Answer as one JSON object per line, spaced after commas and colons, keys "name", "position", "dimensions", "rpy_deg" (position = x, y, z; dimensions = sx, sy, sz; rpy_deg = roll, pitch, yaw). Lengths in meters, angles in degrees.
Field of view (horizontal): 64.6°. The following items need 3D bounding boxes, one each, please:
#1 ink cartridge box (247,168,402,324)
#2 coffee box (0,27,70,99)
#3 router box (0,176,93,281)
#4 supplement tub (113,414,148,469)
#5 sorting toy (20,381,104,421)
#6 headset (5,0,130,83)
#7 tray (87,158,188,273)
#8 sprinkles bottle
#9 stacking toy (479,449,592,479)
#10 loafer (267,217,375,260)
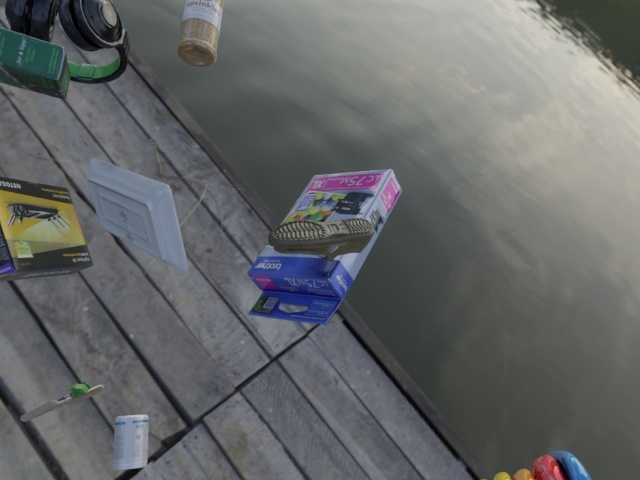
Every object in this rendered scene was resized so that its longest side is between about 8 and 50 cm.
{"name": "ink cartridge box", "position": [0.000, 0.000, 0.883], "dimensions": [0.065, 0.186, 0.311], "rpy_deg": [55, 52, -36]}
{"name": "coffee box", "position": [-0.375, -0.206, 0.546], "dimensions": [0.184, 0.113, 0.040], "rpy_deg": [12, 89, -24]}
{"name": "router box", "position": [-0.744, -0.028, 1.308], "dimensions": [0.309, 0.081, 0.242], "rpy_deg": [-2, 72, -82]}
{"name": "supplement tub", "position": [-0.409, 0.434, 1.094], "dimensions": [0.071, 0.071, 0.107], "rpy_deg": [8, 68, -30]}
{"name": "sorting toy", "position": [-0.255, 0.159, 0.518], "dimensions": [0.062, 0.083, 0.012], "rpy_deg": [1, 62, -65]}
{"name": "headset", "position": [-0.568, -0.521, 1.127], "dimensions": [0.244, 0.394, 0.185], "rpy_deg": [3, 67, -7]}
{"name": "tray", "position": [-0.309, -0.043, 0.819], "dimensions": [0.271, 0.145, 0.030], "rpy_deg": [20, 36, 41]}
{"name": "sprinkles bottle", "position": [-0.359, -0.716, 1.555], "dimensions": [0.121, 0.121, 0.355], "rpy_deg": [12, 72, -27]}
{"name": "stacking toy", "position": [0.273, 0.439, 0.797], "dimensions": [0.302, 0.165, 0.175], "rpy_deg": [-11, 68, 10]}
{"name": "loafer", "position": [0.002, 0.003, 0.697], "dimensions": [0.148, 0.050, 0.056], "rpy_deg": [-3, 35, -8]}
